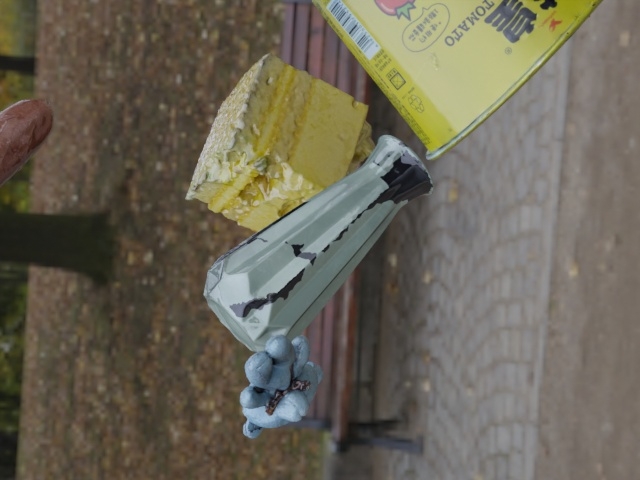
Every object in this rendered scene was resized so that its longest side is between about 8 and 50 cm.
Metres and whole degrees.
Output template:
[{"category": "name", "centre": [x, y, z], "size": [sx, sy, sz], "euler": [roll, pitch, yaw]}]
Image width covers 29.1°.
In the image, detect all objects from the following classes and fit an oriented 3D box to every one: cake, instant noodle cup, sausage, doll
[{"category": "cake", "centre": [-0.041, -0.130, 2.075], "size": [0.222, 0.286, 0.227], "euler": [-39, 29, 57]}, {"category": "instant noodle cup", "centre": [0.158, -0.294, 1.482], "size": [0.325, 0.254, 0.325], "euler": [-46, 3, 3]}, {"category": "sausage", "centre": [-0.501, -0.072, 1.682], "size": [0.433, 0.088, 0.088], "euler": [-51, -21, -43]}, {"category": "doll", "centre": [-0.040, 0.163, 1.376], "size": [0.075, 0.120, 0.179], "euler": [48, 165, 15]}]

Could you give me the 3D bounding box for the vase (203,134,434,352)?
[{"category": "vase", "centre": [0.000, 0.000, 1.793], "size": [0.165, 0.360, 0.165], "euler": [43, 164, 15]}]
